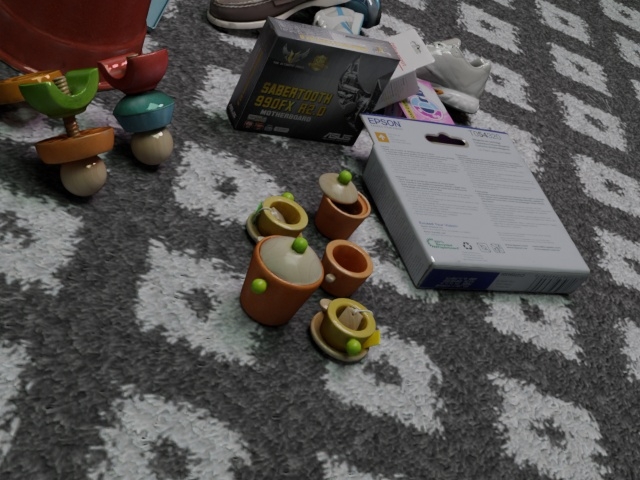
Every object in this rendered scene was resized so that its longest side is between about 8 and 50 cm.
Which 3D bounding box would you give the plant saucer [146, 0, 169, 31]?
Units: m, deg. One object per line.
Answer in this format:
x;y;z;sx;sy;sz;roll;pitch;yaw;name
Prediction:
-0.300;-0.418;1.777;0.067;0.018;0.192;23;37;-10;plant saucer

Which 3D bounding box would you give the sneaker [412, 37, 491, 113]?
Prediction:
0.202;-0.342;1.935;0.262;0.121;0.099;20;15;-18;sneaker

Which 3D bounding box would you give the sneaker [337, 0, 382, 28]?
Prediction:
0.004;-0.494;2.043;0.262;0.104;0.125;40;54;20;sneaker

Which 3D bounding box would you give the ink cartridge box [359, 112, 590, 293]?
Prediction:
0.237;-0.059;1.666;0.324;0.071;0.330;4;45;-30;ink cartridge box

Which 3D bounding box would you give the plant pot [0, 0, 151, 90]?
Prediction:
-0.353;-0.410;1.517;0.272;0.265;0.272;20;37;-15;plant pot

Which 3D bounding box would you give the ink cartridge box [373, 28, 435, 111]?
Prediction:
0.103;-0.290;1.786;0.181;0.061;0.104;-22;51;-3;ink cartridge box

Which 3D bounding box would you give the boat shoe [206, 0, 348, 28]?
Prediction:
-0.064;-0.474;1.879;0.324;0.097;0.116;-21;51;-26;boat shoe

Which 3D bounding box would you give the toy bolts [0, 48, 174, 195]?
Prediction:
-0.311;-0.160;1.399;0.228;0.158;0.218;-24;21;-38;toy bolts

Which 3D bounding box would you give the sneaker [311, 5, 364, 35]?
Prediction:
0.023;-0.374;1.905;0.092;0.087;0.229;18;30;-5;sneaker

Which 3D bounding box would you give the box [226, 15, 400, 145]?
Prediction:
-0.012;-0.250;1.634;0.231;0.183;0.056;5;42;-32;box

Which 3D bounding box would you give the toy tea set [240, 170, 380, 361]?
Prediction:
0.000;0.000;1.386;0.200;0.124;0.336;19;37;-15;toy tea set

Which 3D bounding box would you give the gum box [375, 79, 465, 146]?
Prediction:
0.169;-0.219;1.827;0.107;0.062;0.188;6;42;-30;gum box
